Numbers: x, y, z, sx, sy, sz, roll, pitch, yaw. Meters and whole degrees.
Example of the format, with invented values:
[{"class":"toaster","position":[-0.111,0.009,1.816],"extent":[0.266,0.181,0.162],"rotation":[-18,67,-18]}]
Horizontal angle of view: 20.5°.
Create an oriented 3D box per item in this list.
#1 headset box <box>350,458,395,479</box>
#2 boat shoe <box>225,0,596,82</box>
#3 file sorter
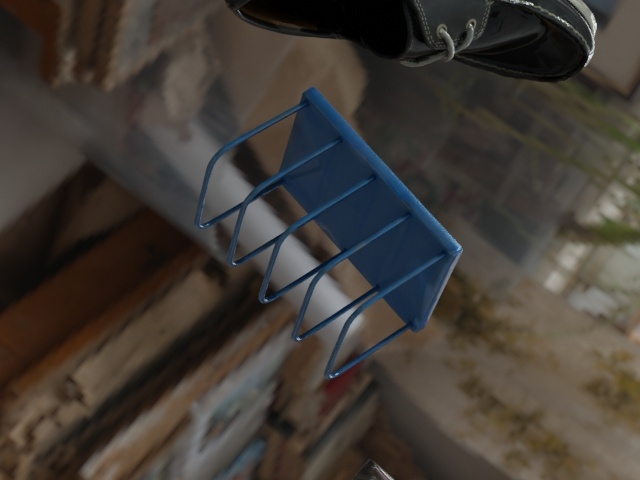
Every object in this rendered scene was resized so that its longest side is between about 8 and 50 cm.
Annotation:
[{"class":"headset box","position":[0.023,0.126,0.676],"extent":[0.032,0.062,0.083],"rotation":[-52,175,21]},{"class":"boat shoe","position":[0.051,-0.125,0.980],"extent":[0.084,0.233,0.079],"rotation":[-45,-142,47]},{"class":"file sorter","position":[0.000,0.000,1.310],"extent":[0.104,0.170,0.118],"rotation":[-33,160,-27]}]
